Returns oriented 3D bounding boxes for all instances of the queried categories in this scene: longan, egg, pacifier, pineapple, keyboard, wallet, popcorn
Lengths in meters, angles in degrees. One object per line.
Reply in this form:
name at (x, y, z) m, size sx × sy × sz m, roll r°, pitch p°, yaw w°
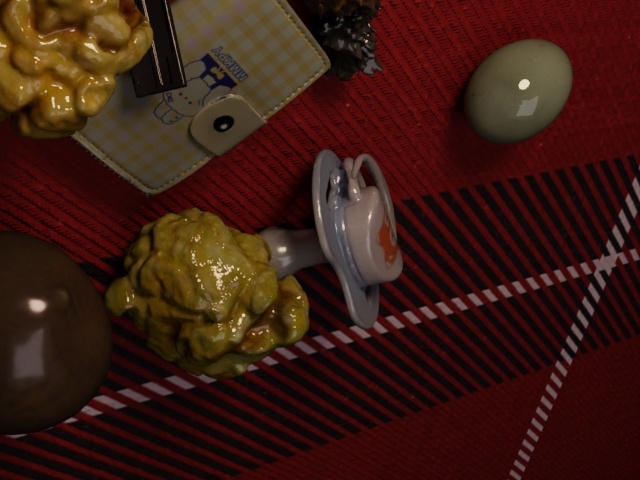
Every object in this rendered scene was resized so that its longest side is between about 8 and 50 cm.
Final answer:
longan at (-0.385, 0.120, 1.090) m, size 0.258 × 0.258 × 0.258 m, roll -20°, pitch 134°, yaw -23°
egg at (0.319, -0.241, 1.391) m, size 0.192 × 0.149 × 0.149 m, roll -42°, pitch 139°, yaw -1°
pacifier at (0.000, 0.000, 1.355) m, size 0.233 × 0.244 × 0.299 m, roll -13°, pitch 125°, yaw 13°
pineapple at (0.023, -0.336, 1.070) m, size 0.202 × 0.202 × 0.362 m, roll -28°, pitch 148°, yaw -15°
keyboard at (-0.200, -0.267, 0.972) m, size 0.067 × 0.011 × 0.202 m, roll -11°, pitch 94°, yaw 13°
wallet at (-0.156, -0.195, 1.069) m, size 0.310 × 0.077 × 0.223 m, roll -31°, pitch 136°, yaw 12°
popcorn at (-0.287, -0.226, 0.893) m, size 0.200 × 0.203 × 0.226 m, roll 29°, pitch 63°, yaw -42°
popcorn at (-0.165, 0.079, 1.245) m, size 0.242 × 0.235 × 0.250 m, roll -38°, pitch 129°, yaw 22°

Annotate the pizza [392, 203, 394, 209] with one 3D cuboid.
pizza at (0.081, -0.021, 1.490) m, size 0.109 × 0.026 × 0.123 m, roll -18°, pitch 134°, yaw -22°
